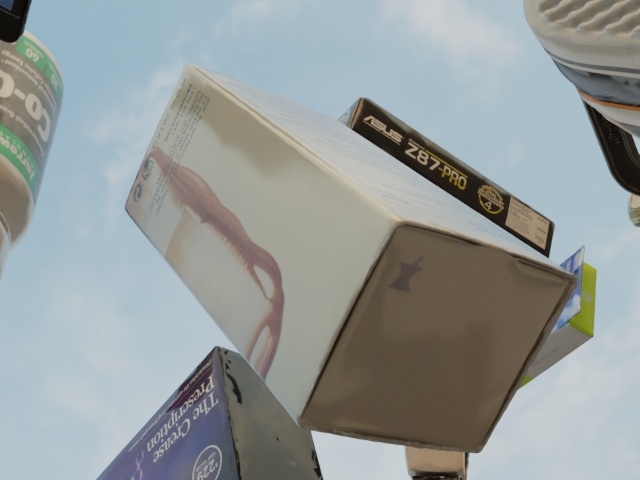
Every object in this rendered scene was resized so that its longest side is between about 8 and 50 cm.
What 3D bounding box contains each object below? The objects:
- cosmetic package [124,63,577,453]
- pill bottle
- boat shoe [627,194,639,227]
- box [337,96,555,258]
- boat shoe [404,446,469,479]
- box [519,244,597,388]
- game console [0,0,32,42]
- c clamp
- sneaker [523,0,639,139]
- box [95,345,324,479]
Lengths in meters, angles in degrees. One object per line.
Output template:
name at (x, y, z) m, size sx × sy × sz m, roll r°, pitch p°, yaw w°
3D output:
cosmetic package at (0.000, 0.000, 0.643) m, size 0.153 × 0.296 × 0.129 m, roll 18°, pitch -76°, yaw -35°
pill bottle at (-0.446, -0.099, 1.200) m, size 0.204 × 0.361 × 0.204 m, roll -1°, pitch -44°, yaw -1°
boat shoe at (0.413, -0.082, 1.192) m, size 0.190 × 0.068 × 0.072 m, roll -44°, pitch -65°, yaw -51°
box at (0.138, -0.030, 1.625) m, size 0.395 × 0.318 × 0.097 m, roll 30°, pitch -129°, yaw -14°
boat shoe at (0.190, 0.277, 1.628) m, size 0.127 × 0.340 × 0.158 m, roll 0°, pitch -34°, yaw 10°
box at (0.263, 0.096, 1.140) m, size 0.042 × 0.109 × 0.178 m, roll 29°, pitch -44°, yaw -13°
game console at (-0.280, -0.217, 0.715) m, size 0.124 × 0.085 × 0.144 m, roll 28°, pitch -54°, yaw -2°
c clamp at (0.269, -0.100, 0.719) m, size 0.137 × 0.022 × 0.160 m, roll -26°, pitch -81°, yaw 23°
sneaker at (0.267, -0.092, 0.508) m, size 0.127 × 0.321 × 0.126 m, roll 37°, pitch -96°, yaw -45°
box at (-0.116, 0.251, 0.855) m, size 0.103 × 0.184 × 0.261 m, roll 25°, pitch -62°, yaw -34°
